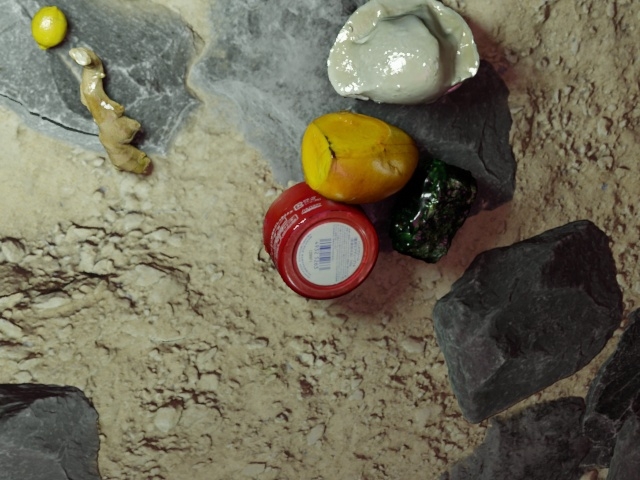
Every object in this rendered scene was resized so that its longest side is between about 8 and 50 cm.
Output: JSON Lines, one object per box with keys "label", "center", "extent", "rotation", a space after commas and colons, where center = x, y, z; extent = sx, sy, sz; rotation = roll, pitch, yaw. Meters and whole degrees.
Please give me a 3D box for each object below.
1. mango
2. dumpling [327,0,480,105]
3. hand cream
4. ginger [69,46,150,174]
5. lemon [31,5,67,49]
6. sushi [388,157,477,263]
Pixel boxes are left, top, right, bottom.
{"label": "mango", "center": [0.093, -0.160, 1.923], "extent": [0.257, 0.187, 0.138], "rotation": [3, 145, -31]}
{"label": "dumpling", "center": [0.158, -0.372, 1.846], "extent": [0.243, 0.175, 0.226], "rotation": [-7, 90, -31]}
{"label": "hand cream", "center": [0.000, 0.000, 1.987], "extent": [0.230, 0.149, 0.230], "rotation": [-7, 118, -13]}
{"label": "ginger", "center": [-0.387, -0.235, 1.769], "extent": [0.089, 0.075, 0.288], "rotation": [-7, 127, 12]}
{"label": "lemon", "center": [-0.473, -0.370, 1.671], "extent": [0.062, 0.062, 0.083], "rotation": [15, 115, -26]}
{"label": "sushi", "center": [0.232, -0.065, 2.045], "extent": [0.127, 0.124, 0.225], "rotation": [15, 117, -25]}
